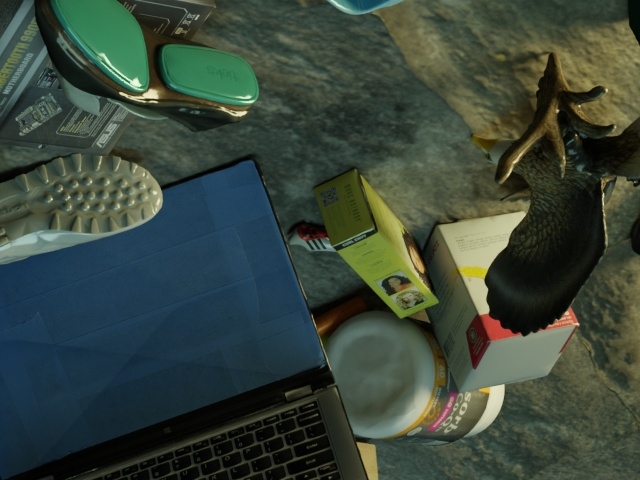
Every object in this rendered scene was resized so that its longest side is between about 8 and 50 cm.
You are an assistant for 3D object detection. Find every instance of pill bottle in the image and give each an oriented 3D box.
[{"bbox_3d":[0.126,0.184,2.330,0.162,0.162,0.278,-33,158,21],"label":"pill bottle"}]

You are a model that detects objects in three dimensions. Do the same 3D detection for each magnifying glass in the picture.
[{"bbox_3d":[-0.046,0.135,2.261,0.231,0.026,0.092,-30,149,-7],"label":"magnifying glass"}]

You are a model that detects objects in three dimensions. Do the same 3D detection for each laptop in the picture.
[{"bbox_3d":[-0.179,0.169,1.844,0.382,0.408,0.236,-20,125,0],"label":"laptop"}]

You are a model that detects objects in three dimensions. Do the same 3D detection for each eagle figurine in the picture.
[{"bbox_3d":[0.268,-0.062,2.021,0.226,0.225,0.298,-26,140,-10],"label":"eagle figurine"}]

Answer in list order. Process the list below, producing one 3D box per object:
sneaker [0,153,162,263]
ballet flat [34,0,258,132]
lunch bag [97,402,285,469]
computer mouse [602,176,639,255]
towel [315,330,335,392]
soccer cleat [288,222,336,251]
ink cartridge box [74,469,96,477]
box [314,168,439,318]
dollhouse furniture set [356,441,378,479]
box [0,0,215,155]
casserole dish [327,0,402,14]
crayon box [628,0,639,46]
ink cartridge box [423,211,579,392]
[{"bbox_3d":[-0.282,-0.026,1.869,0.235,0.090,0.095,-10,161,-9],"label":"sneaker"},{"bbox_3d":[-0.173,-0.149,1.601,0.096,0.095,0.280,-25,151,31],"label":"ballet flat"},{"bbox_3d":[-0.150,0.184,2.071,0.235,0.287,0.169,-15,151,0],"label":"lunch bag"},{"bbox_3d":[0.427,-0.032,2.272,0.184,0.060,0.262,-11,148,-16],"label":"computer mouse"},{"bbox_3d":[0.001,0.183,2.412,0.102,0.021,0.237,-16,149,-7],"label":"towel"},{"bbox_3d":[0.000,0.000,2.113,0.083,0.029,0.036,12,146,-37],"label":"soccer cleat"},{"bbox_3d":[-0.285,0.281,2.309,0.278,0.117,0.201,0,144,-28],"label":"ink cartridge box"},{"bbox_3d":[0.069,0.007,2.106,0.058,0.087,0.232,-25,150,13],"label":"box"},{"bbox_3d":[-0.008,0.382,2.635,0.123,0.144,0.151,13,151,-36],"label":"dollhouse furniture set"},{"bbox_3d":[-0.233,-0.176,1.665,0.183,0.056,0.231,6,140,-35],"label":"box"},{"bbox_3d":[0.033,-0.278,1.673,0.114,0.037,0.188,-31,149,18],"label":"casserole dish"},{"bbox_3d":[0.414,-0.312,1.793,0.202,0.081,0.318,-19,150,-1],"label":"crayon box"},{"bbox_3d":[0.211,0.074,2.205,0.127,0.176,0.128,-10,149,-21],"label":"ink cartridge box"}]
